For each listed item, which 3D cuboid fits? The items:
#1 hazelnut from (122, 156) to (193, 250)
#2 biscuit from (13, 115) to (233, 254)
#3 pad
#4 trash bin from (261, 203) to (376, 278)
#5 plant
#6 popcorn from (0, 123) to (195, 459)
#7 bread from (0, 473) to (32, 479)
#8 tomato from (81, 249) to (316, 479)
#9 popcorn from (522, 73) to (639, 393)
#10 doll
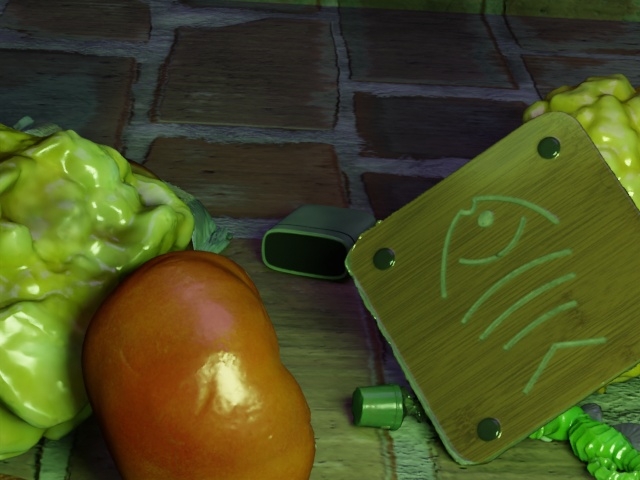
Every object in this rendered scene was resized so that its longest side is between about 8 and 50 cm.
[{"bbox_3d":[-0.241,0.027,2.058,0.217,0.217,0.251,0,36,-10],"label":"hazelnut"},{"bbox_3d":[-0.258,-0.058,2.332,0.309,0.079,0.186,28,13,1],"label":"biscuit"},{"bbox_3d":[0.194,0.043,1.878,0.284,0.286,0.018,61,11,28],"label":"pad"},{"bbox_3d":[0.000,0.000,2.369,0.116,0.059,0.130,9,19,15],"label":"trash bin"},{"bbox_3d":[0.084,0.169,1.908,0.102,0.051,0.051,2,18,-19],"label":"plant"},{"bbox_3d":[-0.308,0.049,1.820,0.292,0.334,0.293,26,-16,-23],"label":"popcorn"},{"bbox_3d":[-0.275,0.255,1.509,0.199,0.104,0.199,2,17,-1],"label":"bread"},{"bbox_3d":[-0.109,0.140,1.660,0.180,0.259,0.260,-23,24,-7],"label":"tomato"},{"bbox_3d":[0.284,-0.016,2.072,0.349,0.349,0.382,-15,20,-43],"label":"popcorn"},{"bbox_3d":[0.265,0.197,1.861,0.115,0.050,0.190,-4,22,-33],"label":"doll"}]
